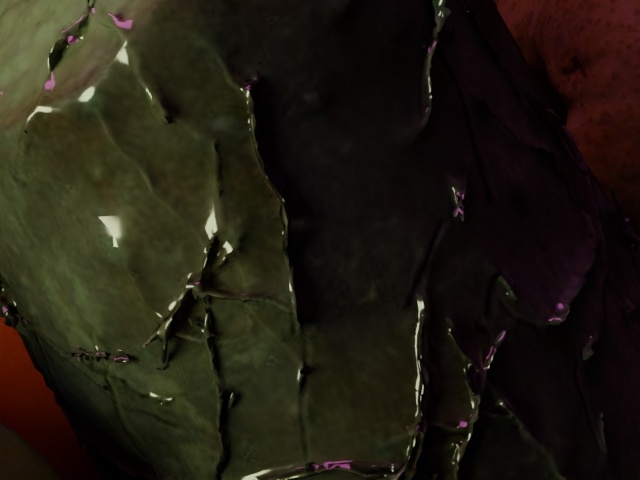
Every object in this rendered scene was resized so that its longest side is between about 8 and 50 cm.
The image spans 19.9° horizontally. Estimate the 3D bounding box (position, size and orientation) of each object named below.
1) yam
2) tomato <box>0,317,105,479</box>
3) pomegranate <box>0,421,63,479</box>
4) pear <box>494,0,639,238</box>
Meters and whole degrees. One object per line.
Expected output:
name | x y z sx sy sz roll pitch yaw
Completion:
yam | -0.004 0.002 0.588 0.202 0.271 0.201 -14 16 33
tomato | -0.133 0.036 0.770 0.260 0.180 0.260 -14 18 5
pomegranate | -0.156 0.105 0.542 0.187 0.187 0.225 -16 17 4
pear | 0.173 -0.058 0.753 0.211 0.188 0.228 -15 17 -7
